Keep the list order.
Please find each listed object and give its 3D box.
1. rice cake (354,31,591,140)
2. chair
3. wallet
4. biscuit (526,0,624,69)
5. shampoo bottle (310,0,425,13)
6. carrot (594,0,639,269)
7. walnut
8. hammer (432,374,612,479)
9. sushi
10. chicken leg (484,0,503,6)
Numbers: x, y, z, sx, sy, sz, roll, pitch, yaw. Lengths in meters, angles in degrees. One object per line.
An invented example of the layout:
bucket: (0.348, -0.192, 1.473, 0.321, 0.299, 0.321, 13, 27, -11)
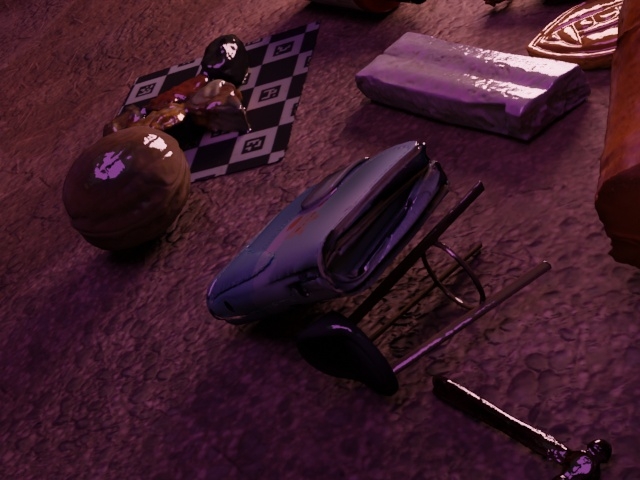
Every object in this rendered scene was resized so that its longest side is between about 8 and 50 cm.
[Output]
rice cake: (0.167, -0.189, 1.087, 0.106, 0.050, 0.298, -43, 39, -18)
chair: (0.092, 0.058, 0.810, 0.221, 0.104, 0.095, -36, 54, -14)
wallet: (0.000, 0.000, 0.865, 0.176, 0.075, 0.250, -46, 12, -27)
biscuit: (0.351, -0.255, 1.066, 0.221, 0.029, 0.142, -17, 38, 15)
shampoo bottle: (0.059, -0.398, 1.361, 0.104, 0.104, 0.278, -42, 38, -18)
carrot: (0.316, -0.099, 0.784, 0.196, 0.196, 0.254, 5, 52, 37)
walnut: (-0.236, -0.064, 1.120, 0.162, 0.140, 0.140, -29, 36, -3)
hammer: (0.143, 0.147, 0.723, 0.065, 0.021, 0.178, -43, 38, -17)
sushi: (-0.190, -0.212, 1.333, 0.343, 0.064, 0.359, -12, 39, 21)
chicken leg: (0.304, -0.359, 1.177, 0.207, 0.085, 0.101, -12, 82, 32)
